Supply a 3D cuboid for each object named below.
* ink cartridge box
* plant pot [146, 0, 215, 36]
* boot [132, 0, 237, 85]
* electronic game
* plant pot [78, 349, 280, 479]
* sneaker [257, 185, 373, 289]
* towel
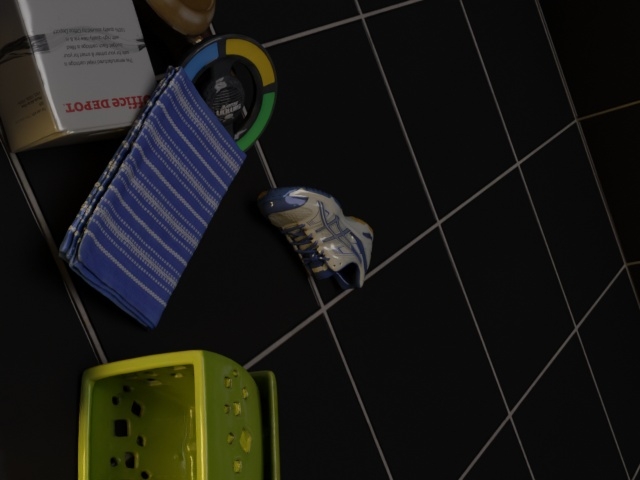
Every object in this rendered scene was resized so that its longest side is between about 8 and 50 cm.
[{"bbox_3d":[-0.365,-0.283,1.291,0.211,0.122,0.289,-19,93,-53],"label":"ink cartridge box"},{"bbox_3d":[-0.233,-0.436,1.427,0.236,0.032,0.236,47,31,-40],"label":"plant pot"},{"bbox_3d":[-0.205,-0.395,1.552,0.248,0.090,0.206,42,51,-30],"label":"boot"},{"bbox_3d":[-0.164,-0.230,1.505,0.229,0.048,0.229,-26,132,-33],"label":"electronic game"},{"bbox_3d":[-0.182,0.282,1.267,0.207,0.227,0.228,18,64,-55],"label":"plant pot"},{"bbox_3d":[0.000,0.000,1.665,0.296,0.112,0.130,27,59,-43],"label":"sneaker"},{"bbox_3d":[-0.231,-0.056,1.341,0.335,0.040,0.243,-64,147,-20],"label":"towel"}]
